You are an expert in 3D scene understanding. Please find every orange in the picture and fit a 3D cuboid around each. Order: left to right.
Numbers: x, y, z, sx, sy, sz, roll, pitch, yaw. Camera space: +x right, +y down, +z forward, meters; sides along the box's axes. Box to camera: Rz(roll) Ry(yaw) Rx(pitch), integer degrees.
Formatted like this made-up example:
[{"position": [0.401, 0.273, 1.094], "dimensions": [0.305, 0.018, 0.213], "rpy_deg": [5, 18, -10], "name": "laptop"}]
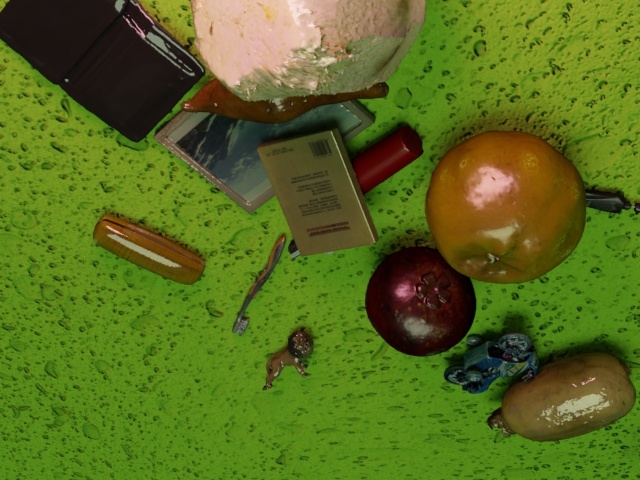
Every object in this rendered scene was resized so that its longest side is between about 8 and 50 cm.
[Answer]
[{"position": [0.315, -0.051, 1.683], "dimensions": [0.279, 0.235, 0.279], "rpy_deg": [10, 136, 10], "name": "orange"}]

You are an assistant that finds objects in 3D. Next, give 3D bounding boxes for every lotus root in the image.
[{"position": [0.502, 0.345, 2.072], "dimensions": [0.343, 0.151, 0.169], "rpy_deg": [-26, 123, 25], "name": "lotus root"}]

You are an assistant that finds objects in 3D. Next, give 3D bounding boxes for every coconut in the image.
[{"position": [-0.005, -0.343, 1.432], "dimensions": [0.298, 0.310, 0.297], "rpy_deg": [15, 113, 38], "name": "coconut"}]

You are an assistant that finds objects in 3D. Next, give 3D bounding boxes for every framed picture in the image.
[{"position": [-0.104, -0.203, 1.754], "dimensions": [0.335, 0.022, 0.247], "rpy_deg": [-34, 120, 32], "name": "framed picture"}]

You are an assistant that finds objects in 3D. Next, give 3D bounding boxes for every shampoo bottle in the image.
[{"position": [0.512, -0.072, 1.771], "dimensions": [0.137, 0.027, 0.048], "rpy_deg": [10, 146, 0], "name": "shampoo bottle"}]

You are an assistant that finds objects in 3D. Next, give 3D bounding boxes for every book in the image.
[{"position": [-0.003, -0.084, 1.762], "dimensions": [0.161, 0.026, 0.230], "rpy_deg": [-10, 114, 27], "name": "book"}]

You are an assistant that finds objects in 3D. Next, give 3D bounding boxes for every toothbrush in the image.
[{"position": [-0.129, 0.097, 2.033], "dimensions": [0.031, 0.023, 0.321], "rpy_deg": [14, 134, -13], "name": "toothbrush"}]

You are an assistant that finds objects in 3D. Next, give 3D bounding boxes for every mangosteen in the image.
[{"position": [0.186, 0.124, 1.904], "dimensions": [0.215, 0.215, 0.257], "rpy_deg": [16, 164, -6], "name": "mangosteen"}]

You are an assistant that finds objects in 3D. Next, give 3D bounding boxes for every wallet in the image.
[{"position": [-0.374, -0.330, 1.666], "dimensions": [0.323, 0.041, 0.247], "rpy_deg": [38, 126, -20], "name": "wallet"}]

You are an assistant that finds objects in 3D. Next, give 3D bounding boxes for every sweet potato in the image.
[{"position": [-0.072, -0.248, 1.623], "dimensions": [0.359, 0.112, 0.112], "rpy_deg": [-6, 131, 17], "name": "sweet potato"}]

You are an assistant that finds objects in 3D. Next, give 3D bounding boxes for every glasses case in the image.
[{"position": [-0.345, 0.022, 1.971], "dimensions": [0.234, 0.064, 0.079], "rpy_deg": [26, 138, -16], "name": "glasses case"}]

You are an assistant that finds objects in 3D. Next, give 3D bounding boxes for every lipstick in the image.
[{"position": [0.062, -0.112, 1.779], "dimensions": [0.280, 0.073, 0.073], "rpy_deg": [-32, 121, 32], "name": "lipstick"}]

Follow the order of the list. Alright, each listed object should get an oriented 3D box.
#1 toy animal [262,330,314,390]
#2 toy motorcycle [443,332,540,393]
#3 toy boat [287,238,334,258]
[{"position": [-0.068, 0.277, 2.163], "dimensions": [0.086, 0.069, 0.219], "rpy_deg": [41, 124, 1], "name": "toy animal"}, {"position": [0.371, 0.261, 2.063], "dimensions": [0.136, 0.092, 0.254], "rpy_deg": [23, 141, -25], "name": "toy motorcycle"}, {"position": [0.000, 0.000, 1.896], "dimensions": [0.140, 0.059, 0.066], "rpy_deg": [-35, 106, 32], "name": "toy boat"}]
